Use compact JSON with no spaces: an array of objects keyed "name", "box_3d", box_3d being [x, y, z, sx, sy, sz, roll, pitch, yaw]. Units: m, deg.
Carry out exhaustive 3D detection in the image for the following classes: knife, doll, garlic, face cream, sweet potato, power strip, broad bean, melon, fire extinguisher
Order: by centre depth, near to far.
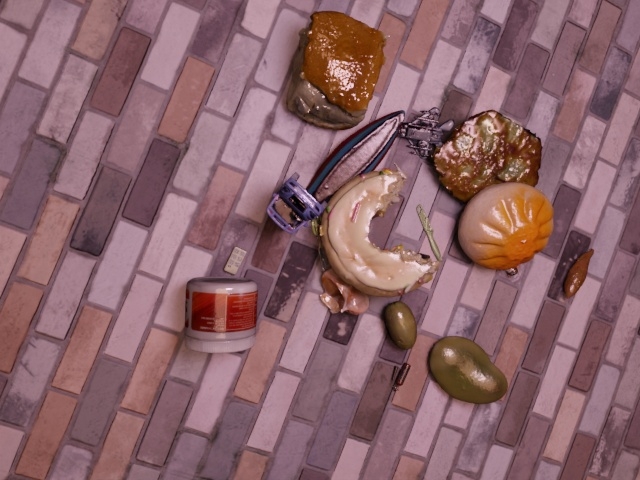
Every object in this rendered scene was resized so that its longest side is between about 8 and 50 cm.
[{"name":"face cream","box_3d":[-0.282,0.204,1.244,0.201,0.201,0.186,2,91,-10]},{"name":"power strip","box_3d":[-0.261,0.062,1.338,0.040,0.016,0.090,26,87,-10]},{"name":"garlic","box_3d":[0.072,0.161,1.361,0.124,0.099,0.174,-40,97,-21]},{"name":"melon","box_3d":[0.256,0.271,1.389,0.099,0.099,0.162,-20,96,-9]},{"name":"fire extinguisher","box_3d":[0.256,0.444,1.427,0.046,0.032,0.100,31,80,-20]},{"name":"broad bean","box_3d":[0.474,0.428,1.435,0.263,0.121,0.189,39,90,6]},{"name":"knife","box_3d":[0.364,-0.024,1.445,0.030,0.014,0.207,-24,94,-7]},{"name":"doll","box_3d":[0.658,0.081,1.487,0.085,0.040,0.058,-44,87,-6]},{"name":"sweet potato","box_3d":[0.898,0.114,1.520,0.068,0.060,0.205,36,83,-46]}]

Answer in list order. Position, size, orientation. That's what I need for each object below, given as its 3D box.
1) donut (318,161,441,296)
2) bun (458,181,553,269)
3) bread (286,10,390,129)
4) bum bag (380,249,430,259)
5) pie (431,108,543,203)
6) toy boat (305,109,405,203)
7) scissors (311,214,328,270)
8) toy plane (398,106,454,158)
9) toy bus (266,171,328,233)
[{"name":"donut","box_3d":[0.159,-0.010,1.295,0.308,0.150,0.370,-21,88,4]},{"name":"bun","box_3d":[0.589,-0.031,1.353,0.299,0.164,0.298,-4,121,-7]},{"name":"bread","box_3d":[0.036,-0.479,1.272,0.251,0.225,0.278,14,92,-11]},{"name":"bum bag","box_3d":[0.232,0.080,1.397,0.248,0.069,0.102,9,104,2]},{"name":"pie","box_3d":[0.529,-0.248,1.386,0.355,0.103,0.288,24,108,-11]},{"name":"toy boat","box_3d":[0.120,-0.259,1.339,0.392,0.079,0.136,-44,98,7]},{"name":"scissors","box_3d":[0.000,0.000,1.337,0.020,0.133,0.187,-6,110,13]},{"name":"toy plane","box_3d":[0.292,-0.348,1.392,0.247,0.078,0.169,5,118,-7]},{"name":"toy bus","box_3d":[-0.080,-0.096,1.227,0.125,0.292,0.133,43,87,-8]}]
